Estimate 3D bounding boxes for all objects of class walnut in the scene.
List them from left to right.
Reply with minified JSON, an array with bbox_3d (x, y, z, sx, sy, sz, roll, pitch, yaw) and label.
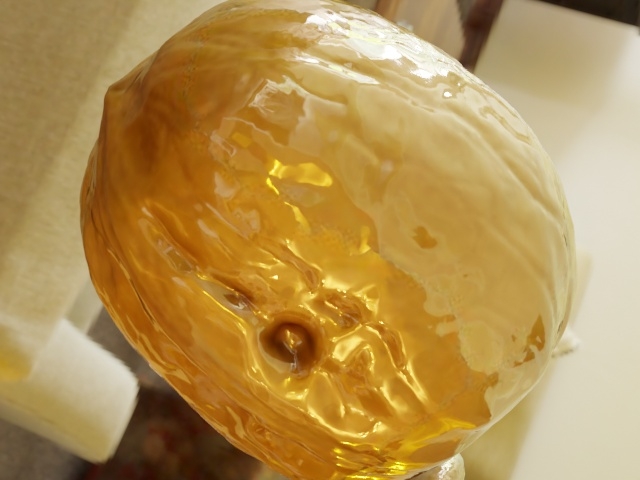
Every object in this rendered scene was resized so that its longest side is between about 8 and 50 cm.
[{"bbox_3d":[0.000,0.000,0.531,0.195,0.221,0.195,-47,-165,16],"label":"walnut"}]

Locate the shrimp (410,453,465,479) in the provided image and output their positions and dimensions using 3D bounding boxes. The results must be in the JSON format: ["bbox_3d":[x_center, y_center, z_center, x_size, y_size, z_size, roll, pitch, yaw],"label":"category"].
[{"bbox_3d":[-0.003,0.199,0.758,0.254,0.059,0.145,-34,-166,40],"label":"shrimp"}]
